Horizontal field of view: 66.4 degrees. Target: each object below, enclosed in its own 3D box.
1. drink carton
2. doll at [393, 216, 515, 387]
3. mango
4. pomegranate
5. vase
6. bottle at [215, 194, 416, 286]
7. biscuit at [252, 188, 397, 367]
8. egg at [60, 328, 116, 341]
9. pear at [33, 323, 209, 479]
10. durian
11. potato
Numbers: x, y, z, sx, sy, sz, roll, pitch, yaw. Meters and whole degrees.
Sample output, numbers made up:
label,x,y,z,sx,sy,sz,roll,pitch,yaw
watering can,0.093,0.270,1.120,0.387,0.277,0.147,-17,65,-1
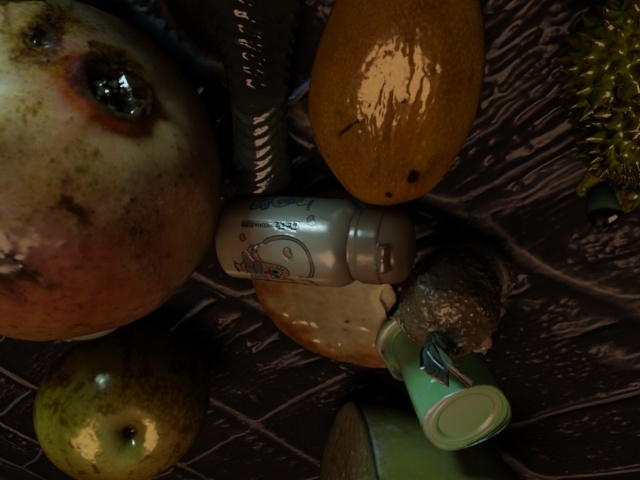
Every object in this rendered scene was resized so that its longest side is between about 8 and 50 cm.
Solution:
label,x,y,z,sx,sy,sz,roll,pitch,yaw
drink carton,0.162,0.178,0.636,0.144,0.142,0.146,-26,122,9
doll,0.139,0.069,0.526,0.105,0.221,0.115,-8,115,38
mango,0.063,-0.144,0.436,0.157,0.109,0.262,8,131,17
pomegranate,-0.246,-0.070,0.468,0.322,0.322,0.322,9,132,10
vase,-0.060,-0.158,0.478,0.115,0.115,0.237,12,137,8
bottle,0.000,0.000,0.540,0.209,0.110,0.097,4,109,19
biscuit,0.005,0.064,0.684,0.204,0.040,0.309,-3,127,18
egg,-0.329,0.032,0.670,0.183,0.183,0.217,23,141,-2
pear,-0.332,0.271,0.833,0.280,0.281,0.281,9,132,10
durian,0.271,-0.115,0.374,0.159,0.146,0.198,-11,141,27
potato,0.174,0.482,0.740,0.319,0.442,0.385,8,121,-6
